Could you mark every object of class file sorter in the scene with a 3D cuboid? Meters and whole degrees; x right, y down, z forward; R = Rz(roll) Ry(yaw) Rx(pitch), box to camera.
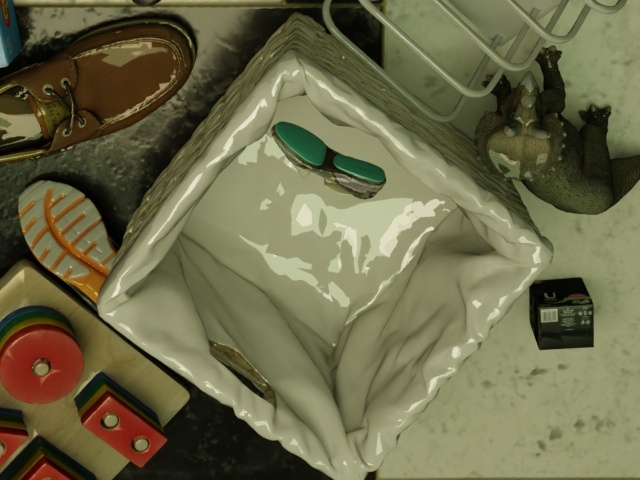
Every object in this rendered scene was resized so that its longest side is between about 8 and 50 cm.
[{"bbox_3d":[0.157,-0.260,1.575,0.193,0.173,0.277,40,145,-13],"label":"file sorter"}]

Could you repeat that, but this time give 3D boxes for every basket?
[{"bbox_3d":[0.000,0.000,1.688,0.328,0.266,0.331,36,105,-12],"label":"basket"}]

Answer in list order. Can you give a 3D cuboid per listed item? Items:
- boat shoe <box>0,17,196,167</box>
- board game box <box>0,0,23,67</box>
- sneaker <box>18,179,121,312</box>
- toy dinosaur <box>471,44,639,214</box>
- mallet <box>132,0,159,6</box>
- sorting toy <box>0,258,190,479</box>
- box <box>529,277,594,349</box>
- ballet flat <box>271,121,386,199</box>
[{"bbox_3d":[-0.272,-0.135,1.723,0.307,0.104,0.111,-23,108,7],"label":"boat shoe"},{"bbox_3d":[-0.483,-0.306,1.671,0.308,0.086,0.302,-9,109,3],"label":"board game box"},{"bbox_3d":[-0.246,0.026,1.796,0.084,0.083,0.215,-41,87,-12],"label":"sneaker"},{"bbox_3d":[0.241,-0.091,1.706,0.121,0.160,0.313,-17,144,31],"label":"toy dinosaur"},{"bbox_3d":[-0.239,-0.295,1.708,0.189,0.062,0.039,29,106,5],"label":"mallet"},{"bbox_3d":[-0.308,0.198,1.799,0.257,0.089,0.255,-46,118,5],"label":"sorting toy"},{"bbox_3d":[0.261,0.079,1.814,0.062,0.083,0.052,-3,108,1],"label":"box"},{"bbox_3d":[0.002,-0.067,1.508,0.114,0.041,0.041,26,107,-6],"label":"ballet flat"}]
